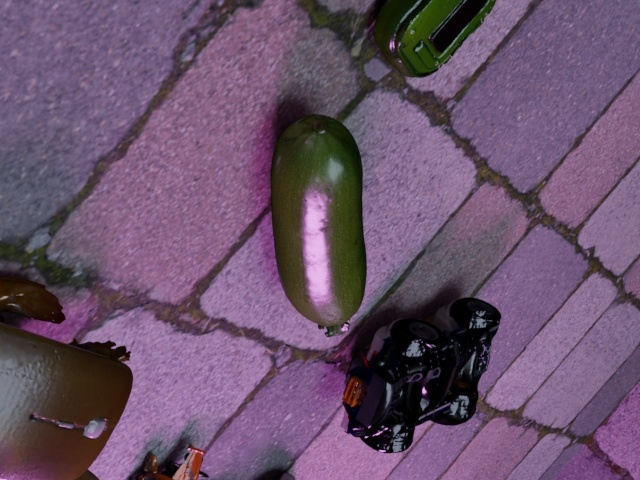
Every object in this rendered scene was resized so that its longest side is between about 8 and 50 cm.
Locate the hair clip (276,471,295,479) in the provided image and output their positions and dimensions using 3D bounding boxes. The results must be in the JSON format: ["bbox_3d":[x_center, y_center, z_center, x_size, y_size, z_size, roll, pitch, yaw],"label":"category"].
[{"bbox_3d":[-0.062,0.407,1.772,0.220,0.054,0.140,86,13,-61],"label":"hair clip"}]

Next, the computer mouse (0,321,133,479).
[{"bbox_3d":[-0.251,0.134,1.027,0.245,0.056,0.126,29,90,-50],"label":"computer mouse"}]

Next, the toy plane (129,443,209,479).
[{"bbox_3d":[-0.164,0.313,1.507,0.135,0.062,0.188,-54,140,5],"label":"toy plane"}]

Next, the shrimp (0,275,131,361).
[{"bbox_3d":[-0.268,0.097,1.072,0.249,0.068,0.150,6,118,-52],"label":"shrimp"}]

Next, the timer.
[{"bbox_3d":[0.117,-0.227,1.214,0.140,0.047,0.128,-48,154,1],"label":"timer"}]

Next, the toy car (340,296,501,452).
[{"bbox_3d":[0.138,0.176,1.724,0.301,0.118,0.193,-12,128,-49],"label":"toy car"}]

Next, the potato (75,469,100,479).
[{"bbox_3d":[-0.271,0.316,1.298,0.137,0.137,0.176,-30,147,-31],"label":"potato"}]

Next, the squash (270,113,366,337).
[{"bbox_3d":[0.000,0.000,1.298,0.101,0.101,0.378,-38,154,-18],"label":"squash"}]
